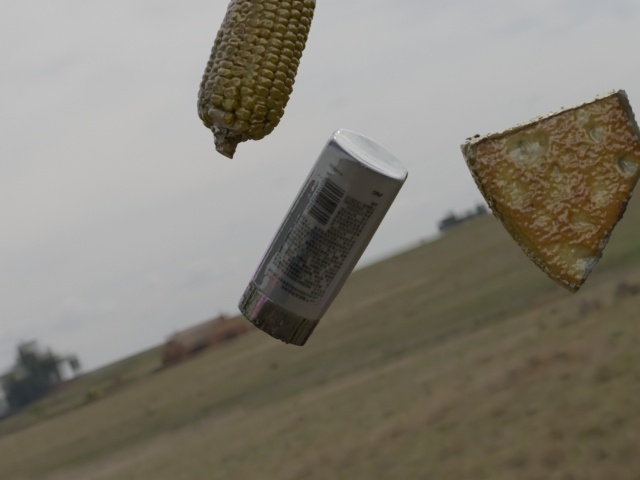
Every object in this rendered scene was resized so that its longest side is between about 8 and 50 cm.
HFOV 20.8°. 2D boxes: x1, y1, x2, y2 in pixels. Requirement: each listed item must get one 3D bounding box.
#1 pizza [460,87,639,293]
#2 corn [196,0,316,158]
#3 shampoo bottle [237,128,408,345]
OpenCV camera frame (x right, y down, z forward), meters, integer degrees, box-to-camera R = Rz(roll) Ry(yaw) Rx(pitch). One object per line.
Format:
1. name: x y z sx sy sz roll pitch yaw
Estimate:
1. pizza: 0.277 -0.055 1.906 0.188 0.204 0.080 -25 -1 7
2. corn: -0.074 -0.257 2.221 0.119 0.322 0.119 18 -7 2
3. shampoo bottle: 0.000 0.000 1.716 0.227 0.086 0.056 -61 -4 32
